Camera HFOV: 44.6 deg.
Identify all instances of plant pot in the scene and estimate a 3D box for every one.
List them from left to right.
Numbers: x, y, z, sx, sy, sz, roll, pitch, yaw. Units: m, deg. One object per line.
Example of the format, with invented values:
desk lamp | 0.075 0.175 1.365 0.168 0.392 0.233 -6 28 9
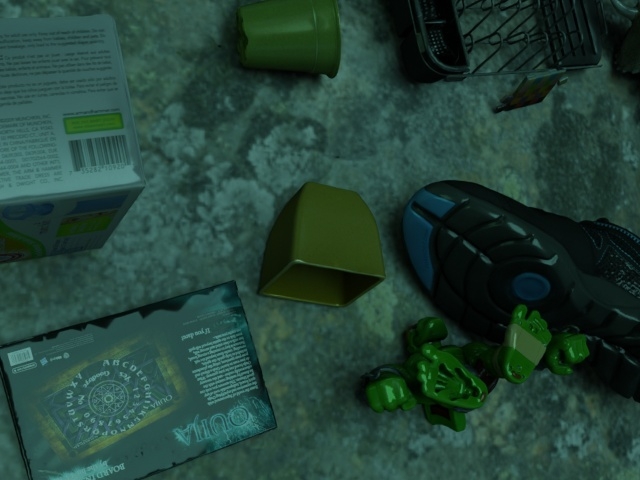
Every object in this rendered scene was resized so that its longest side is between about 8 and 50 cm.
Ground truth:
plant pot | -0.031 -0.179 0.674 0.079 0.083 0.083 -8 83 -12
plant pot | 0.000 0.000 0.648 0.081 0.081 0.083 10 64 -22

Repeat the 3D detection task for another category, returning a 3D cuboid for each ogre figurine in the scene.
ogre figurine | 0.111 0.111 0.651 0.197 0.118 0.097 -31 89 -27

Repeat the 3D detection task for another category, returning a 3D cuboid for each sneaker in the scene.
sneaker | 0.225 0.033 0.737 0.341 0.125 0.139 30 43 -13

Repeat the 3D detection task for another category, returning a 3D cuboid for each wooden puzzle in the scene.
wooden puzzle | 0.214 -0.152 0.785 0.083 0.049 0.006 -17 67 -25

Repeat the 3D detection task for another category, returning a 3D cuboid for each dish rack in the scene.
dish rack | 0.184 -0.260 0.780 0.272 0.074 0.208 -9 84 -25

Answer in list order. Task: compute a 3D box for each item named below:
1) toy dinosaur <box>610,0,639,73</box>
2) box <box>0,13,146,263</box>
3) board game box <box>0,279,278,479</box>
toy dinosaur | 0.431 -0.160 0.845 0.160 0.121 0.313 -33 87 -19
box | -0.193 -0.052 0.503 0.114 0.203 0.103 -10 83 -23
board game box | -0.135 0.114 0.593 0.186 0.026 0.126 -15 86 -26
